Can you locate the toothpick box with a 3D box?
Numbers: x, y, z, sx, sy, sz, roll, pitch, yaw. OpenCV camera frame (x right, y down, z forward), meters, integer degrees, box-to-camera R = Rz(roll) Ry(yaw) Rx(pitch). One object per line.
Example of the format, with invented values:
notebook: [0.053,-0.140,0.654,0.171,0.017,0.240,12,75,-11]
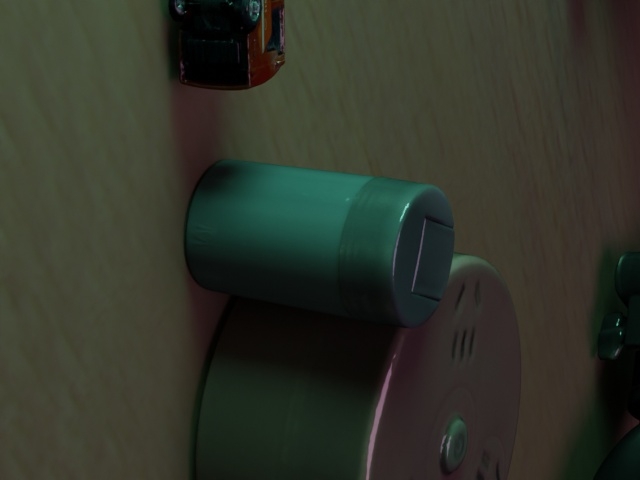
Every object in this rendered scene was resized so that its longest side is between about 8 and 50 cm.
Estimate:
toothpick box: [0.000,0.000,0.625,0.052,0.083,0.052,-29,124,-57]

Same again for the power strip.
power strip: [0.019,0.076,0.691,0.154,0.078,0.154,-30,125,-57]

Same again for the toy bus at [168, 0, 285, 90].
toy bus: [-0.030,-0.108,0.594,0.043,0.031,0.110,-33,127,-63]

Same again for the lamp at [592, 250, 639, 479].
lamp: [0.233,0.090,1.067,0.172,0.147,0.227,25,66,-38]
